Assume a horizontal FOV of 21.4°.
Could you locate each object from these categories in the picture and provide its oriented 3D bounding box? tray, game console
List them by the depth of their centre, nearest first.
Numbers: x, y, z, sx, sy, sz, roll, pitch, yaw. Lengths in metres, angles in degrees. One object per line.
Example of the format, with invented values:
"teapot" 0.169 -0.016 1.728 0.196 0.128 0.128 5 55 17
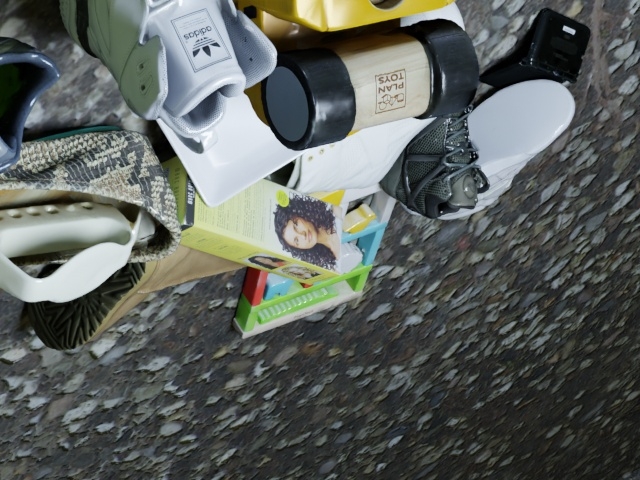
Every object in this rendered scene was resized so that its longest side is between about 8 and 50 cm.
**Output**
"tray" -0.039 -0.163 1.776 0.270 0.145 0.030 -31 -166 -7
"game console" 0.267 -0.231 2.097 0.122 0.071 0.107 10 99 -54

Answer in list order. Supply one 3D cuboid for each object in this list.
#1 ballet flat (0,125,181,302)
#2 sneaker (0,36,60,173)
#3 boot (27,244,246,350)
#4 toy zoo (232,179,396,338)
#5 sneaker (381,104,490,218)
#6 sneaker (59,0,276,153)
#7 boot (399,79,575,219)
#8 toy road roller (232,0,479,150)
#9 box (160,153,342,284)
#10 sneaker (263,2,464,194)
"ballet flat" -0.327 -0.013 1.597 0.482 0.182 0.164 -7 143 -42
"sneaker" -0.330 -0.070 1.429 0.111 0.121 0.300 52 53 -41
"boot" -0.171 0.033 1.938 0.236 0.089 0.269 -30 171 39
"toy zoo" 0.000 0.000 2.140 0.192 0.030 0.293 -19 148 -28
"sneaker" 0.158 -0.122 2.006 0.087 0.130 0.227 -11 130 -43
"sneaker" -0.122 -0.244 1.432 0.137 0.210 0.366 -21 149 -27
"boot" 0.222 -0.113 2.152 0.258 0.095 0.123 -31 162 20
"toy road roller" 0.000 -0.253 1.603 0.202 0.240 0.330 -16 117 -31
"box" -0.076 -0.022 1.851 0.232 0.087 0.058 17 154 -40
"sneaker" 0.037 -0.148 1.870 0.169 0.108 0.292 -15 147 -39
